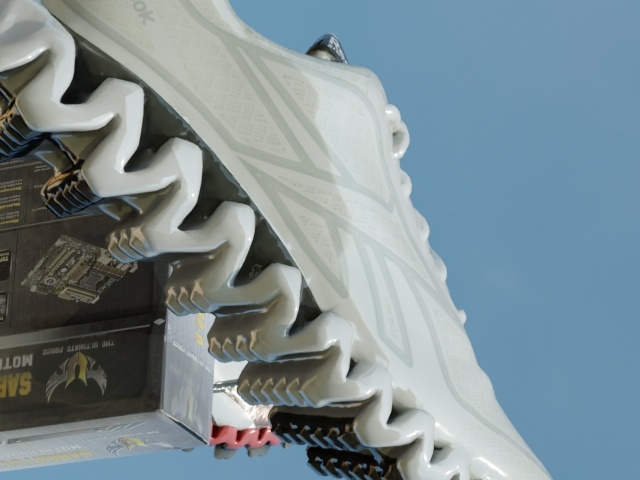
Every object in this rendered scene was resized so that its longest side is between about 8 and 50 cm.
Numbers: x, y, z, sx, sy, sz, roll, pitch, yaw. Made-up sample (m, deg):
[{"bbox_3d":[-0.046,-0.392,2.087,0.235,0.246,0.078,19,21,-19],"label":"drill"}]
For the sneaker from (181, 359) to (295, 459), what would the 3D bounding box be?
[{"bbox_3d":[-0.100,0.071,1.175,0.097,0.276,0.135,44,-66,52],"label":"sneaker"}]

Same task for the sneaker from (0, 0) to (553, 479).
[{"bbox_3d":[0.000,0.000,0.615,0.118,0.292,0.110,-48,-162,-18],"label":"sneaker"}]

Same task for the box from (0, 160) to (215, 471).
[{"bbox_3d":[-0.167,0.025,0.870,0.231,0.056,0.183,-10,-117,19],"label":"box"}]
